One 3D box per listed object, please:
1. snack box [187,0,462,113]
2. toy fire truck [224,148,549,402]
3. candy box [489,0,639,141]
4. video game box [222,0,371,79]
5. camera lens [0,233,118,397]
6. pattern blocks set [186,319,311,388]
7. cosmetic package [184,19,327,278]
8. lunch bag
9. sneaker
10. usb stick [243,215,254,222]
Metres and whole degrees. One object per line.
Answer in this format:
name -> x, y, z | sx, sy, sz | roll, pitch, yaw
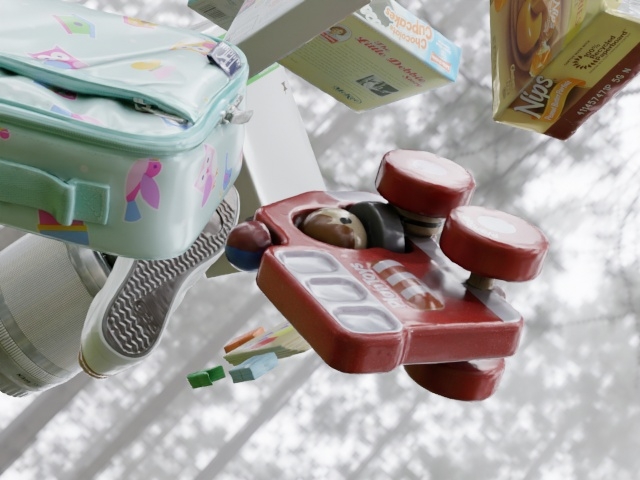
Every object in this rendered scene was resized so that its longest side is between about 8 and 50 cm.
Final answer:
snack box -> 0.009, -0.277, 1.741 | 0.322, 0.060, 0.187 | 28, -27, -36
toy fire truck -> 0.050, 0.027, 1.279 | 0.302, 0.253, 0.169 | 45, -54, 48
candy box -> 0.232, -0.275, 1.229 | 0.087, 0.317, 0.183 | 14, -30, -19
video game box -> -0.009, -0.272, 1.415 | 0.205, 0.187, 0.048 | -26, -58, 39
camera lens -> -0.385, 0.085, 2.001 | 0.219, 0.274, 0.219 | 53, 16, -22
pattern blocks set -> -0.021, 0.119, 1.753 | 0.285, 0.324, 0.026 | -14, -80, 59
cosmetic package -> -0.132, -0.149, 2.040 | 0.155, 0.197, 0.366 | -12, -73, 32
lunch bag -> -0.186, -0.087, 0.891 | 0.279, 0.224, 0.108 | 13, -67, 6
sneaker -> -0.194, 0.034, 1.513 | 0.106, 0.290, 0.123 | 39, -39, -10
usb stick -> 0.000, 0.000, 1.701 | 0.278, 0.045, 0.077 | -1, -59, 48
